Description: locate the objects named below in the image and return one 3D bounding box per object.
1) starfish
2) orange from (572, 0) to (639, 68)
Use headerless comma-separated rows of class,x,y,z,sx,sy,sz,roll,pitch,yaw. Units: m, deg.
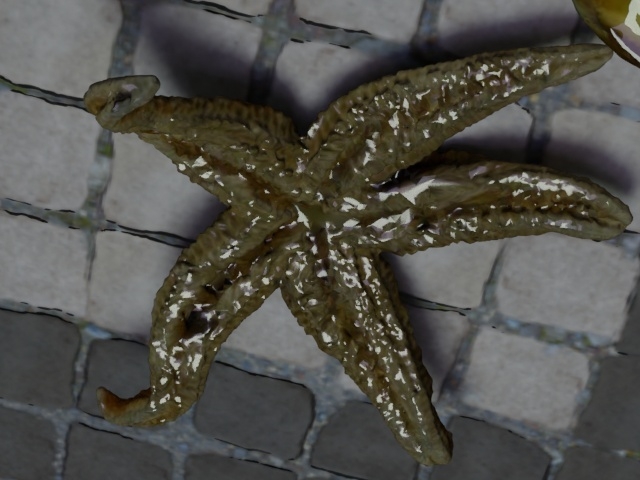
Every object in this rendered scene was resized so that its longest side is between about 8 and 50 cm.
starfish,-0.003,-0.007,0.866,0.327,0.094,0.375,29,118,-25
orange,0.262,-0.177,0.637,0.368,0.210,0.271,22,123,-5
